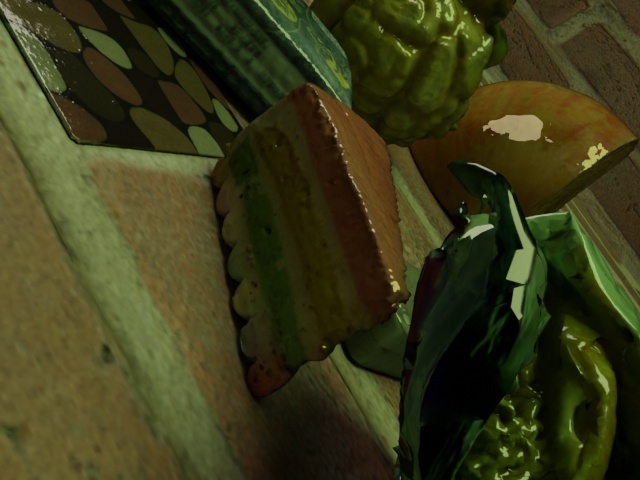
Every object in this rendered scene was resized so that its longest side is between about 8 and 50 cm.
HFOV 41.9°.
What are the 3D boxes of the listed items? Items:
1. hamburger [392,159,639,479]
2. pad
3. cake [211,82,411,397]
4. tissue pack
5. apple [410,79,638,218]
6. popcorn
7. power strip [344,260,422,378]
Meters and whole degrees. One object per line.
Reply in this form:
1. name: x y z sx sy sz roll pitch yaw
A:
1. hamburger: 0.106 0.104 0.416 0.276 0.151 0.260 2 98 -79
2. pad: -0.134 -0.125 0.599 0.158 0.003 0.235 58 21 12
3. cake: -0.014 -0.014 0.527 0.090 0.109 0.225 44 22 -23
4. tissue pack: -0.074 -0.217 0.759 0.257 0.081 0.185 46 19 -21
5. apple: 0.282 -0.109 1.202 0.309 0.314 0.252 2 96 -65
6. popcorn: 0.100 -0.242 0.975 0.224 0.270 0.257 40 69 -23
7. power strip: 0.108 0.082 0.715 0.288 0.053 0.093 28 31 -49
